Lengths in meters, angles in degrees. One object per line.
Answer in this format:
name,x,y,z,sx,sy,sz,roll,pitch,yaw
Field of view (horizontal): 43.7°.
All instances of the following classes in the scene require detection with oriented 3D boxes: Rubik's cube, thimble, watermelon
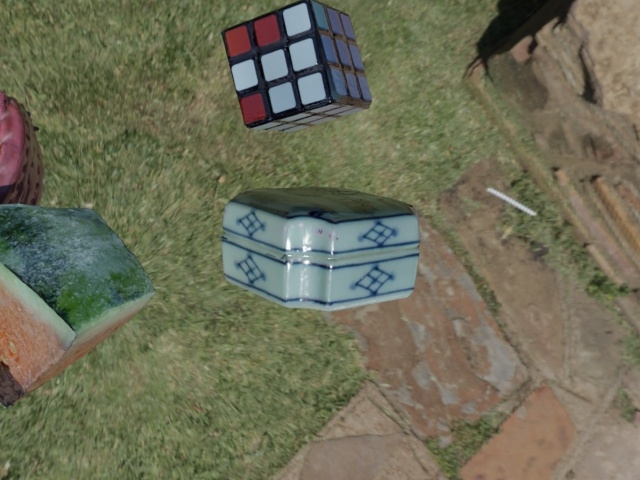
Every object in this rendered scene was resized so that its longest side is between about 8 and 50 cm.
Rubik's cube,-0.033,-0.266,1.242,0.163,0.160,0.162,-12,89,25
thimble,-0.412,-0.077,0.917,0.163,0.125,0.190,10,71,1
watermelon,-0.320,0.078,0.872,0.193,0.257,0.139,46,39,12

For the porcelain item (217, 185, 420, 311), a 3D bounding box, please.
porcelain item,0.000,0.000,1.297,0.285,0.281,0.157,-7,107,-37
